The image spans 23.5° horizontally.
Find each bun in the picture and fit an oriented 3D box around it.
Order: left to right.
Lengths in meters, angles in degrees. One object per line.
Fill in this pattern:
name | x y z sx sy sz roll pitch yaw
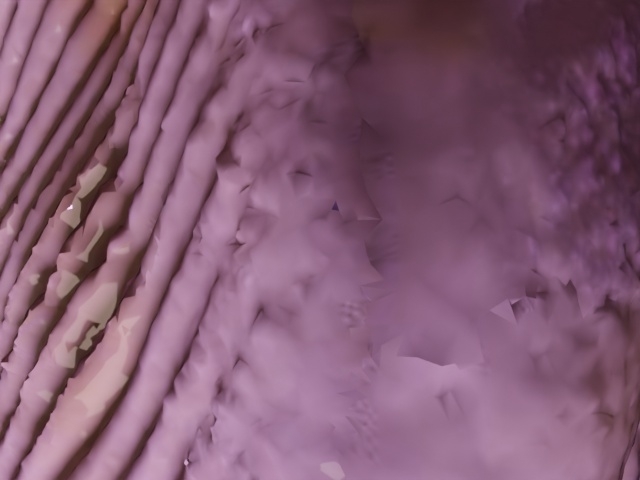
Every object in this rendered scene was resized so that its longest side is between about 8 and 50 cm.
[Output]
bun | 0.000 0.000 0.527 0.219 0.365 0.365 0 179 -31
